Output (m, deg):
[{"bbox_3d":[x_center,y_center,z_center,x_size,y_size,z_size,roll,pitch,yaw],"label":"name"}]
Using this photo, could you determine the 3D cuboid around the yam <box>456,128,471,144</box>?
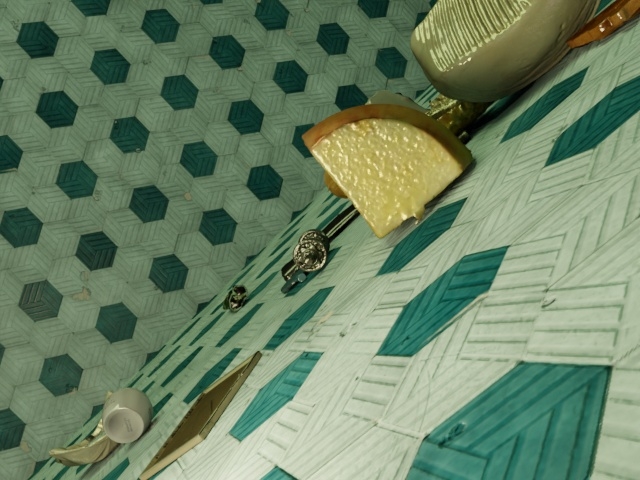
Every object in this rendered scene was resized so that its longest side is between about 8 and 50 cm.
[{"bbox_3d":[0.264,-0.186,1.578,0.129,0.027,0.033,-40,46,13],"label":"yam"}]

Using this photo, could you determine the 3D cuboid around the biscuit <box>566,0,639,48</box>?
[{"bbox_3d":[0.537,-0.411,1.308,0.183,0.043,0.280,-43,1,-28],"label":"biscuit"}]

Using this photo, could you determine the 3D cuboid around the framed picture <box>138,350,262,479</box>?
[{"bbox_3d":[-0.210,0.309,1.324,0.184,0.016,0.250,-39,8,30],"label":"framed picture"}]

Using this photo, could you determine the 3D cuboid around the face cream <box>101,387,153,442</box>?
[{"bbox_3d":[-0.452,0.408,1.725,0.117,0.117,0.104,-43,13,5],"label":"face cream"}]

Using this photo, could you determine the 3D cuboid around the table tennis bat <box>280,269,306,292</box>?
[{"bbox_3d":[-0.057,0.091,1.806,0.100,0.019,0.155,-44,5,-10],"label":"table tennis bat"}]

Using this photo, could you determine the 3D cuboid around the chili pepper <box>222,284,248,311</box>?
[{"bbox_3d":[-0.289,0.200,2.382,0.088,0.059,0.227,-60,8,-20],"label":"chili pepper"}]

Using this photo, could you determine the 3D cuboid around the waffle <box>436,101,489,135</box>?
[{"bbox_3d":[0.273,-0.242,1.664,0.249,0.056,0.253,-40,-1,16],"label":"waffle"}]

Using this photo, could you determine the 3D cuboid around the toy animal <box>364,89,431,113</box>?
[{"bbox_3d":[0.202,-0.289,1.981,0.204,0.208,0.156,-53,-8,-52],"label":"toy animal"}]

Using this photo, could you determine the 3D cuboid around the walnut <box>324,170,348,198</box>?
[{"bbox_3d":[0.103,-0.213,2.223,0.207,0.159,0.159,-39,5,-13],"label":"walnut"}]

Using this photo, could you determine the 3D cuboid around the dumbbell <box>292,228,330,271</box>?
[{"bbox_3d":[-0.020,0.023,1.742,0.081,0.081,0.254,-42,6,10],"label":"dumbbell"}]

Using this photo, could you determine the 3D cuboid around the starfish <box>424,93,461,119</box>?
[{"bbox_3d":[0.426,-0.408,1.805,0.432,0.082,0.324,-35,8,37],"label":"starfish"}]

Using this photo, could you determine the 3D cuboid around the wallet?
[{"bbox_3d":[0.000,0.001,1.995,0.285,0.030,0.146,-42,10,-1],"label":"wallet"}]

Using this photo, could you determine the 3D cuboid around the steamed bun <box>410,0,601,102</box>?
[{"bbox_3d":[0.391,-0.442,1.500,0.383,0.236,0.247,-46,43,23],"label":"steamed bun"}]

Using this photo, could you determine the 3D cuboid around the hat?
[{"bbox_3d":[-0.573,0.527,1.910,0.219,0.164,0.226,-48,-31,-35],"label":"hat"}]

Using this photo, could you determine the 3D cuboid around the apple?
[{"bbox_3d":[0.119,-0.132,1.401,0.309,0.314,0.252,-75,-10,-77],"label":"apple"}]
